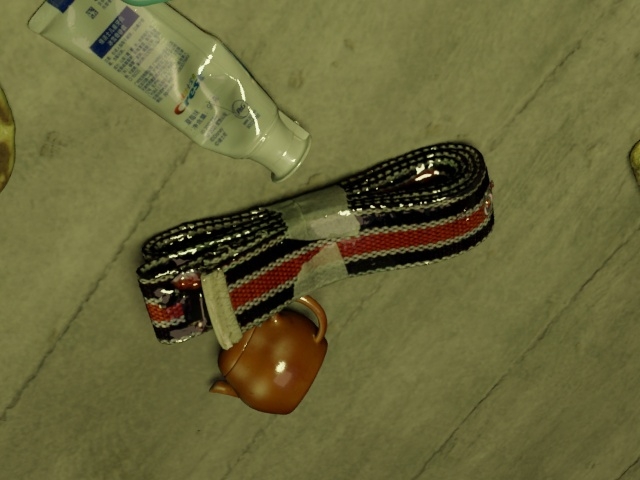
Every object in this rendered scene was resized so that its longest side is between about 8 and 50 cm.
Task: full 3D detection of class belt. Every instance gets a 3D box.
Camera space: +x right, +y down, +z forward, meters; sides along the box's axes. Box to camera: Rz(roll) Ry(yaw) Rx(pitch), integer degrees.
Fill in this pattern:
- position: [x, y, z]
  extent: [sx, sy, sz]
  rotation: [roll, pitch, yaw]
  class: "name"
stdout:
- position: [0.000, 0.000, 1.193]
  extent: [0.359, 0.126, 0.094]
  rotation: [-19, 119, -10]
  class: "belt"

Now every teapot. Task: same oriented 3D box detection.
- position: [-0.057, 0.112, 1.263]
  extent: [0.116, 0.116, 0.173]
  rotation: [16, 129, -27]
  class: "teapot"

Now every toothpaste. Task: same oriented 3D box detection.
- position: [-0.122, -0.146, 1.089]
  extent: [0.266, 0.061, 0.096]
  rotation: [35, 111, -27]
  class: "toothpaste"

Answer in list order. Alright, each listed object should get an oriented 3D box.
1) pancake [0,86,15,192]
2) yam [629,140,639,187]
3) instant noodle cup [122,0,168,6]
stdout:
- position: [-0.384, -0.091, 1.054]
  extent: [0.250, 0.031, 0.250]
  rotation: [-8, 128, -11]
  class: "pancake"
- position: [0.404, 0.009, 1.353]
  extent: [0.066, 0.066, 0.300]
  rotation: [-27, 130, 3]
  class: "yam"
- position: [-0.110, -0.287, 0.972]
  extent: [0.157, 0.070, 0.179]
  rotation: [-15, 129, -5]
  class: "instant noodle cup"
